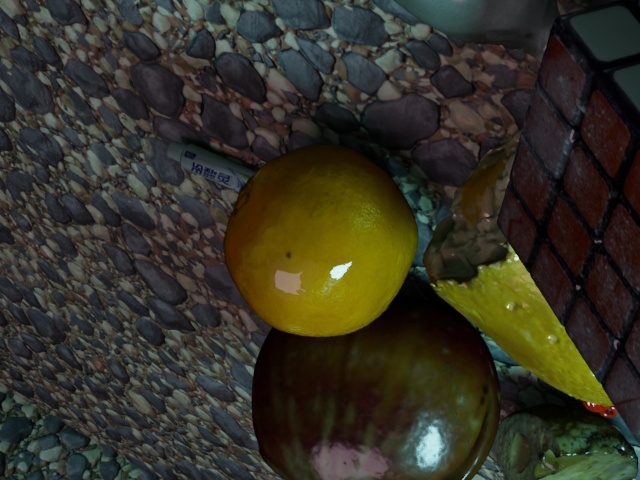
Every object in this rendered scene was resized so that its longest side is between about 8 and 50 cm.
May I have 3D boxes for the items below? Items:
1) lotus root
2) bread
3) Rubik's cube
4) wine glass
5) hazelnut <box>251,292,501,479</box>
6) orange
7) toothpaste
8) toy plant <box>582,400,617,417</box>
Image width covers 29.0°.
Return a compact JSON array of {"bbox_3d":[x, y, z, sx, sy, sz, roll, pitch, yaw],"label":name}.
[{"bbox_3d":[0.418,0.361,2.134,0.210,0.142,0.314,8,151,-22],"label":"lotus root"},{"bbox_3d":[0.352,0.052,1.680,0.394,0.250,0.361,43,149,-5],"label":"bread"},{"bbox_3d":[0.427,-0.044,1.291,0.344,0.337,0.344,100,149,-54],"label":"Rubik's cube"},{"bbox_3d":[0.208,-0.293,1.454,0.357,0.190,0.190,43,149,-6],"label":"wine glass"},{"bbox_3d":[0.097,0.270,2.126,0.429,0.402,0.402,10,140,17],"label":"hazelnut"},{"bbox_3d":[0.000,0.000,1.934,0.312,0.312,0.312,27,147,20],"label":"orange"},{"bbox_3d":[-0.142,-0.111,2.196,0.296,0.048,0.075,23,143,18],"label":"toothpaste"},{"bbox_3d":[0.410,0.188,1.956,0.240,0.088,0.154,32,133,-9],"label":"toy plant"}]
